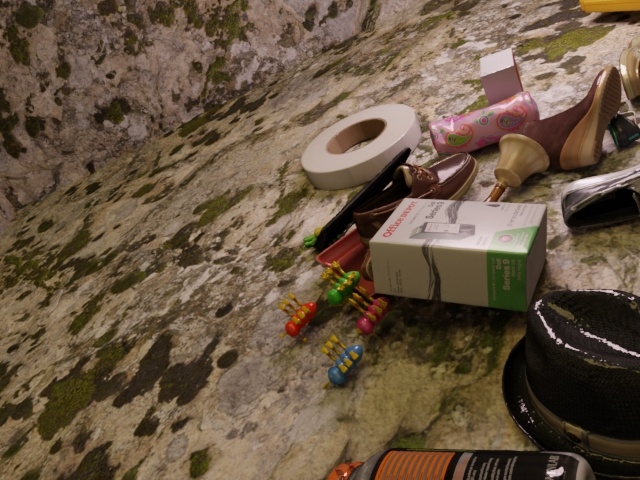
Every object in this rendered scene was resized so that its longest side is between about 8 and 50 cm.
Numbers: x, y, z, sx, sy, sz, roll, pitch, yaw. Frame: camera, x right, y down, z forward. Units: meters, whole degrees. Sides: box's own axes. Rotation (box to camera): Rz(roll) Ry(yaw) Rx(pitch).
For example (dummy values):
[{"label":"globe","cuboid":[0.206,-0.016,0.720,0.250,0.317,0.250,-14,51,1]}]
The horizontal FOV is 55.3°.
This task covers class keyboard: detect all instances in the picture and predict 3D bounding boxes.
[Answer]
[{"label":"keyboard","cuboid":[0.096,-0.091,1.465,0.317,0.033,0.201,-44,-12,-21]}]

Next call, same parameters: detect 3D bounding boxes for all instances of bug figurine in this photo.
[{"label":"bug figurine","cuboid":[0.034,0.166,1.241,0.216,0.072,0.279,-47,36,-3]}]

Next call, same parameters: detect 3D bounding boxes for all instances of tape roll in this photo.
[{"label":"tape roll","cuboid":[0.126,-0.299,1.914,0.392,0.072,0.392,-22,30,13]}]

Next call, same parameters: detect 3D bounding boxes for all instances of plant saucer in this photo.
[{"label":"plant saucer","cuboid":[0.152,0.024,1.412,0.259,0.047,0.258,-35,30,-13]}]

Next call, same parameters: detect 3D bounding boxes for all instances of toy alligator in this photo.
[{"label":"toy alligator","cuboid":[0.000,0.000,1.579,0.190,0.056,0.051,-29,70,-1]}]

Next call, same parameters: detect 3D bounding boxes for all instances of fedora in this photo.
[{"label":"fedora","cuboid":[0.406,0.164,0.871,0.334,0.152,0.334,-21,30,13]}]

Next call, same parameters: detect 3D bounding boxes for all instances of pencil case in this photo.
[{"label":"pencil case","cuboid":[0.429,-0.295,1.609,0.284,0.124,0.124,-17,32,22]}]

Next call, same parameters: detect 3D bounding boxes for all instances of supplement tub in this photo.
[{"label":"supplement tub","cuboid":[0.166,0.353,0.740,0.316,0.193,0.193,-10,35,31]}]

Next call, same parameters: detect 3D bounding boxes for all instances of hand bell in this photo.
[{"label":"hand bell","cuboid":[0.399,-0.111,1.382,0.242,0.126,0.126,-52,35,-15]}]

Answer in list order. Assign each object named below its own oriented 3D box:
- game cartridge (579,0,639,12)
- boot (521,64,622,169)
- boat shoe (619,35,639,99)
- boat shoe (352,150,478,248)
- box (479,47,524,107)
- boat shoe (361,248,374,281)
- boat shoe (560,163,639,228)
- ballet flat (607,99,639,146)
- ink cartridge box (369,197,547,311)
[{"label":"game cartridge","cuboid":[1.005,-0.798,1.867,0.324,0.052,0.285,-36,30,-16]},{"label":"boot","cuboid":[0.566,-0.283,1.416,0.207,0.090,0.248,11,80,53]},{"label":"boat shoe","cuboid":[0.813,-0.446,1.523,0.089,0.104,0.285,-4,37,41]},{"label":"boat shoe","cuboid":[0.217,-0.121,1.409,0.342,0.123,0.123,-34,30,-10]},{"label":"box","cuboid":[0.502,-0.411,1.665,0.091,0.170,0.130,-14,33,24]},{"label":"boat shoe","cuboid":[0.124,0.041,1.288,0.060,0.064,0.178,-22,12,33]},{"label":"boat shoe","cuboid":[0.606,-0.089,1.144,0.301,0.108,0.102,-14,32,29]},{"label":"ballet flat","cuboid":[0.688,-0.287,1.418,0.074,0.074,0.203,-19,37,16]},{"label":"ink cartridge box","cuboid":[0.263,0.017,1.161,0.289,0.121,0.211,5,29,27]}]
